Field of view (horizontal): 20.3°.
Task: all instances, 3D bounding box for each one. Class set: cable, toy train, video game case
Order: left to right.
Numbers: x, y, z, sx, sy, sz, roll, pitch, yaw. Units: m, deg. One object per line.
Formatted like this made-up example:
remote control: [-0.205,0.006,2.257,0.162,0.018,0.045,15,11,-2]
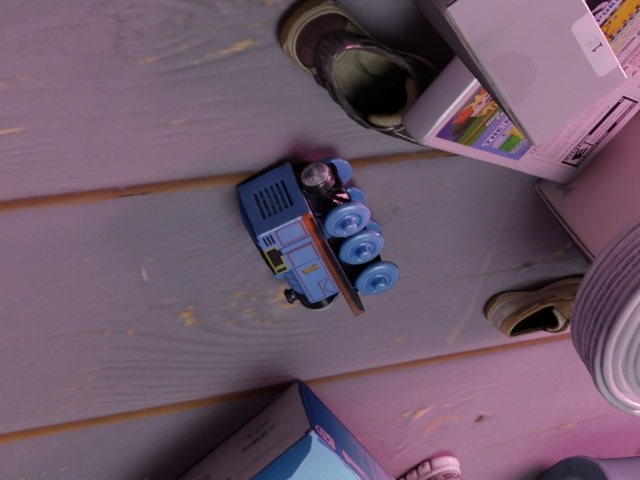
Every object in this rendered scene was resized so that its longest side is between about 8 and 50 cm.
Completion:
toy train: [0.000,0.000,1.584,0.105,0.080,0.184,-24,143,3]
video game case: [0.250,-0.191,1.523,0.329,0.036,0.300,-48,153,18]
cable: [0.355,0.053,1.658,0.257,0.089,0.257,-27,139,-4]

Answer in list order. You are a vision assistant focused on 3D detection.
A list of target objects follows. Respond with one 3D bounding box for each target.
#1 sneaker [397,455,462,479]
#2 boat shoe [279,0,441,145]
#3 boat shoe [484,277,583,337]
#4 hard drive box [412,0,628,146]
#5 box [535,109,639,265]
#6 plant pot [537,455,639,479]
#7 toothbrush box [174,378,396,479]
sneaker: [0.093,0.309,1.954,0.170,0.075,0.063,-36,140,4]
boat shoe: [0.053,-0.123,1.491,0.080,0.073,0.223,-44,139,13]
boat shoe: [0.235,0.074,1.831,0.135,0.045,0.050,-12,136,-23]
hard drive box: [0.105,-0.207,1.316,0.089,0.232,0.181,-36,141,5]
box: [0.336,-0.003,1.756,0.149,0.127,0.232,-37,140,6]
plant pot: [0.375,0.365,2.071,0.255,0.271,0.271,22,118,-28]
toothbrush box: [-0.002,0.322,1.770,0.216,0.126,0.295,-40,108,8]
